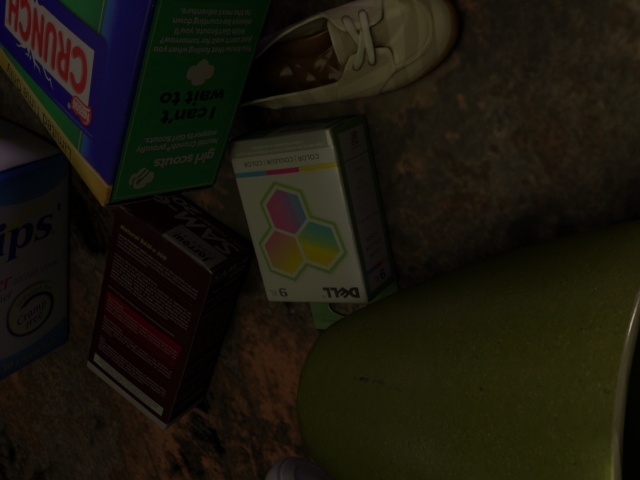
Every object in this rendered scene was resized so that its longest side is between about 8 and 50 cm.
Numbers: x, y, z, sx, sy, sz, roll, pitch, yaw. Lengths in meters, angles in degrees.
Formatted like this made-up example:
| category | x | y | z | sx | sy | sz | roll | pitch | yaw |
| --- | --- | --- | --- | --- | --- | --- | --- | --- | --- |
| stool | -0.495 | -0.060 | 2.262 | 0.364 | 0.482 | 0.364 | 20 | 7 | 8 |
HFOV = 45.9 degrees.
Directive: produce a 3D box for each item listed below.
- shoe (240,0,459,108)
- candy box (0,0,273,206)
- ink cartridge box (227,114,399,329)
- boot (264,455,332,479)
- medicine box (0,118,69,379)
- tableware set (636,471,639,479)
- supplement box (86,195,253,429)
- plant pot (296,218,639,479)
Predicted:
| category | x | y | z | sx | sy | sz | roll | pitch | yaw |
| --- | --- | --- | --- | --- | --- | --- | --- | --- | --- |
| shoe | 0.007 | -0.144 | 0.608 | 0.219 | 0.058 | 0.076 | -9 | 105 | 37 |
| candy box | -0.157 | -0.234 | 0.604 | 0.268 | 0.122 | 0.317 | 45 | 131 | 31 |
| ink cartridge box | 0.000 | 0.000 | 0.674 | 0.109 | 0.062 | 0.209 | -2 | 110 | 34 |
| boot | 0.073 | 0.282 | 0.741 | 0.258 | 0.095 | 0.123 | 39 | 121 | 4 |
| medicine box | -0.439 | 0.035 | 0.864 | 0.149 | 0.263 | 0.289 | 26 | 123 | 23 |
| tableware set | 0.234 | 0.256 | 0.639 | 0.128 | 0.039 | 0.194 | 45 | 128 | 10 |
| supplement box | -0.169 | 0.076 | 0.818 | 0.130 | 0.073 | 0.239 | 34 | 127 | 17 |
| plant pot | 0.129 | 0.122 | 0.532 | 0.293 | 0.275 | 0.274 | -3 | 109 | 46 |
